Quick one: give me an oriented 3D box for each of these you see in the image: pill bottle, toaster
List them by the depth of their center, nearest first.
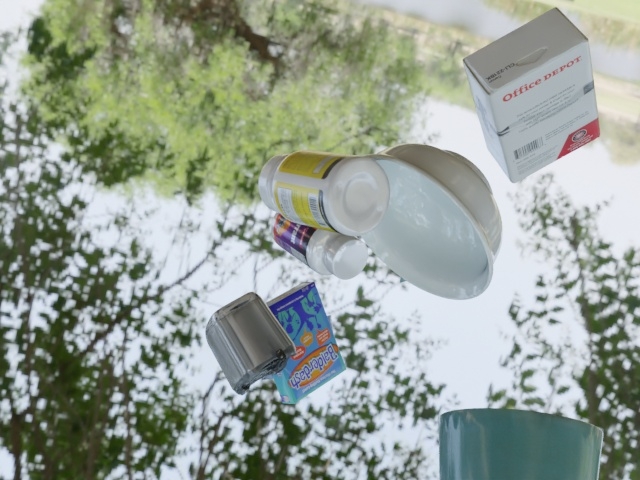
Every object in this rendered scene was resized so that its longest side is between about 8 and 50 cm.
[{"bbox_3d":[-0.001,-0.079,1.337,0.119,0.119,0.208,7,-175,-37],"label":"pill bottle"},{"bbox_3d":[0.000,0.000,1.621,0.108,0.108,0.193,6,-162,-39],"label":"pill bottle"},{"bbox_3d":[-0.137,0.194,1.652,0.146,0.129,0.227,56,160,10],"label":"toaster"}]

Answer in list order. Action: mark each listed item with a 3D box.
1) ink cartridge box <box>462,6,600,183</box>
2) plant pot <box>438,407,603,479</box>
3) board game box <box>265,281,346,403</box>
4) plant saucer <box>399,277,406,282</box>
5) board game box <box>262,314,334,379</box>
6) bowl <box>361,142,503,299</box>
[{"bbox_3d":[0.394,-0.262,1.604,0.114,0.197,0.273,63,-177,37],"label":"ink cartridge box"},{"bbox_3d":[0.343,0.444,1.529,0.293,0.235,0.293,8,158,3],"label":"plant pot"},{"bbox_3d":[-0.046,0.213,1.826,0.160,0.210,0.047,-28,-167,-38],"label":"board game box"},{"bbox_3d":[0.237,0.017,1.990,0.037,0.195,0.195,25,-165,11],"label":"plant saucer"},{"bbox_3d":[-0.059,0.261,2.103,0.201,0.136,0.035,-9,179,25],"label":"board game box"},{"bbox_3d":[0.189,-0.054,1.429,0.298,0.298,0.134,26,-123,34],"label":"bowl"}]
